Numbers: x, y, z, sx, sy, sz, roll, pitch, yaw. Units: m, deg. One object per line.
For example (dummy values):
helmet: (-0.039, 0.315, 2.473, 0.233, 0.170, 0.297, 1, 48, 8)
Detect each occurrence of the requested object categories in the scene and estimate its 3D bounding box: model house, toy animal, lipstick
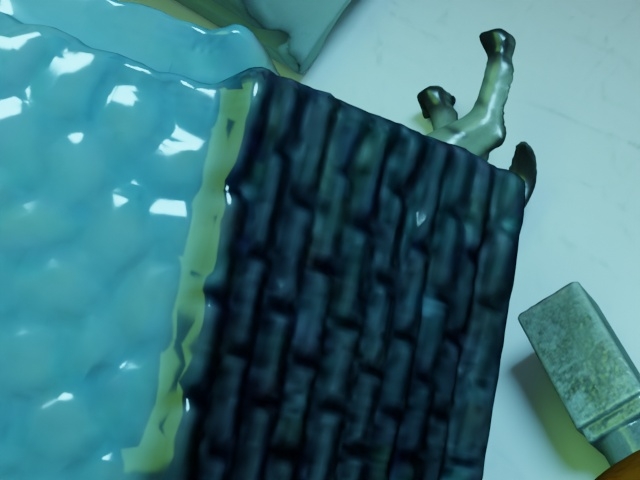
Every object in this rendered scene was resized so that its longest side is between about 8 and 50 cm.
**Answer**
model house: (-0.040, 0.051, 0.464, 0.226, 0.241, 0.261, 169, 113, -78)
toy animal: (-0.003, -0.002, 0.574, 0.217, 0.073, 0.176, -8, 63, 26)
lipstick: (0.119, 0.077, 0.462, 0.030, 0.030, 0.129, -33, 54, 13)

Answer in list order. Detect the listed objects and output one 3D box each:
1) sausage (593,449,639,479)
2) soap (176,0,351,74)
sausage: (0.118, 0.103, 0.382, 0.179, 0.089, 0.089, -10, 52, -2)
soap: (-0.096, -0.217, 0.704, 0.095, 0.173, 0.289, -50, 46, -4)
